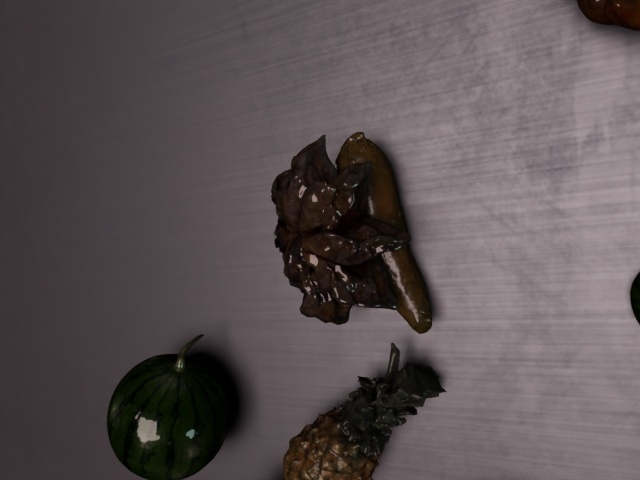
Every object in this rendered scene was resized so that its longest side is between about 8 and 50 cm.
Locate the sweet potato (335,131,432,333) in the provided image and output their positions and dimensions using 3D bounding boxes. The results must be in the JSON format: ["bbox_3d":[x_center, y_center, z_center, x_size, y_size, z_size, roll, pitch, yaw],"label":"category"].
[{"bbox_3d":[0.084,-0.008,0.688,0.075,0.075,0.273,-18,90,28],"label":"sweet potato"}]

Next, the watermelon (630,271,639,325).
[{"bbox_3d":[0.383,0.068,0.546,0.105,0.062,0.106,5,99,36],"label":"watermelon"}]

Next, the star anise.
[{"bbox_3d":[0.001,0.001,0.662,0.223,0.109,0.236,-34,79,54],"label":"star anise"}]

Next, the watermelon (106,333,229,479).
[{"bbox_3d":[-0.234,0.267,0.816,0.188,0.188,0.215,28,114,22],"label":"watermelon"}]

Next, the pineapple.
[{"bbox_3d":[0.058,0.256,0.710,0.128,0.128,0.248,44,106,16],"label":"pineapple"}]

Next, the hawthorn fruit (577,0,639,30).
[{"bbox_3d":[0.335,-0.309,0.496,0.203,0.162,0.162,-45,75,5],"label":"hawthorn fruit"}]
